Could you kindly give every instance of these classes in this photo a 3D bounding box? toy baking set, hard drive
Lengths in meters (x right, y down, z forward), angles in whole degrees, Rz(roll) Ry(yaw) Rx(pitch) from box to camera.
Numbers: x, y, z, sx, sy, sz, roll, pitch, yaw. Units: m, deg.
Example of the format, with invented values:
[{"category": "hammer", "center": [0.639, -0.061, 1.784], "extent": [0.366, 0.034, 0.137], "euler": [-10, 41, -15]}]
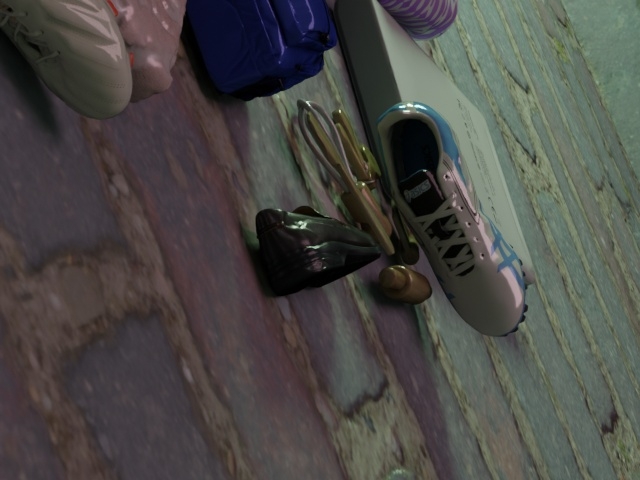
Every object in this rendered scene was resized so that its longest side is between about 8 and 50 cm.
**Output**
[{"category": "toy baking set", "center": [0.036, -0.032, 1.465], "extent": [0.197, 0.030, 0.256], "euler": [63, 11, 8]}, {"category": "hard drive", "center": [0.128, -0.097, 1.778], "extent": [0.353, 0.047, 0.233], "euler": [35, 36, -60]}]

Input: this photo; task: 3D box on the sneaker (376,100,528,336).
[{"category": "sneaker", "center": [0.113, -0.018, 1.514], "extent": [0.086, 0.085, 0.237], "euler": [-2, 64, -56]}]

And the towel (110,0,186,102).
[{"category": "towel", "center": [-0.181, -0.298, 1.121], "extent": [0.332, 0.053, 0.317], "euler": [56, 21, -29]}]

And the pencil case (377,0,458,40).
[{"category": "pencil case", "center": [0.085, -0.271, 1.801], "extent": [0.086, 0.088, 0.206], "euler": [64, 17, 16]}]

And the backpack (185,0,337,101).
[{"category": "backpack", "center": [-0.039, -0.160, 1.285], "extent": [0.120, 0.101, 0.098], "euler": [4, 71, -74]}]

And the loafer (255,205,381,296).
[{"category": "loafer", "center": [0.000, 0.000, 1.264], "extent": [0.061, 0.062, 0.170], "euler": [64, 16, 7]}]

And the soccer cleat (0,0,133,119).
[{"category": "soccer cleat", "center": [-0.176, -0.150, 0.944], "extent": [0.196, 0.068, 0.076], "euler": [62, 33, -12]}]
